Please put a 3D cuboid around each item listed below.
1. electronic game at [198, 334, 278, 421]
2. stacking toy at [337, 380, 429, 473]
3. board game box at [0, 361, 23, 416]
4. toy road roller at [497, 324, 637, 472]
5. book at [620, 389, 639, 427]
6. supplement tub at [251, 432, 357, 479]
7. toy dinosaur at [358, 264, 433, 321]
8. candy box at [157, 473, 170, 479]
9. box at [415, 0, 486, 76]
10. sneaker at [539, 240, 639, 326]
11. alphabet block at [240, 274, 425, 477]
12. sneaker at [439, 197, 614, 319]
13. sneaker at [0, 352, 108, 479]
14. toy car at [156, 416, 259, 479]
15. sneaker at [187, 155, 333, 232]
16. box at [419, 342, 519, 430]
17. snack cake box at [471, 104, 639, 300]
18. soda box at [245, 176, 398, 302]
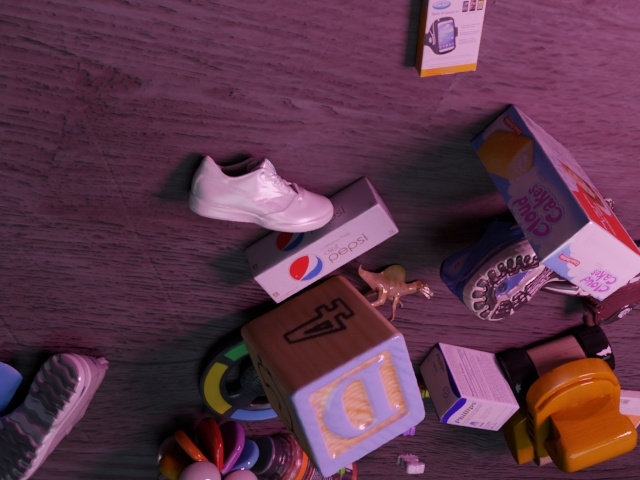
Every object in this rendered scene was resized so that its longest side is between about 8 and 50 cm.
[{"bbox_3d":[-0.090,0.226,1.707,0.229,0.048,0.229,-10,134,-11],"label":"electronic game"},{"bbox_3d":[0.104,0.333,1.837,0.221,0.052,0.167,4,104,-23],"label":"stacking toy"},{"bbox_3d":[-0.537,0.223,1.551,0.133,0.033,0.168,15,125,-32],"label":"board game box"},{"bbox_3d":[0.461,0.335,1.874,0.203,0.240,0.329,-18,135,-3],"label":"toy road roller"},{"bbox_3d":[0.613,0.367,2.109,0.096,0.035,0.144,9,128,-23],"label":"book"},{"bbox_3d":[-0.033,0.413,1.863,0.198,0.106,0.106,26,119,-37],"label":"supplement tub"},{"bbox_3d":[0.098,0.077,1.647,0.183,0.053,0.092,17,109,-41],"label":"toy dinosaur"},{"bbox_3d":[-0.193,0.499,1.820,0.165,0.196,0.070,23,121,-35],"label":"candy box"},{"bbox_3d":[0.171,-0.282,1.342,0.081,0.028,0.136,-9,131,-12],"label":"box"},{"bbox_3d":[0.454,0.093,1.745,0.281,0.106,0.162,-2,135,-19],"label":"sneaker"},{"bbox_3d":[0.019,0.205,1.578,0.193,0.197,0.192,-27,125,-14],"label":"alphabet block"},{"bbox_3d":[0.327,0.001,1.606,0.330,0.147,0.129,-22,123,-25],"label":"sneaker"},{"bbox_3d":[-0.423,0.287,1.596,0.281,0.105,0.115,-47,161,20],"label":"sneaker"},{"bbox_3d":[-0.182,0.371,1.752,0.182,0.159,0.136,22,94,-34],"label":"toy car"},{"bbox_3d":[-0.073,-0.071,1.422,0.212,0.080,0.094,6,118,-23],"label":"sneaker"},{"bbox_3d":[0.262,0.260,1.814,0.137,0.126,0.072,15,127,-30],"label":"box"},{"bbox_3d":[0.333,-0.056,1.444,0.089,0.264,0.152,-43,131,20],"label":"snack cake box"},{"bbox_3d":[0.000,0.000,1.514,0.216,0.069,0.074,-31,134,9],"label":"soda box"}]
